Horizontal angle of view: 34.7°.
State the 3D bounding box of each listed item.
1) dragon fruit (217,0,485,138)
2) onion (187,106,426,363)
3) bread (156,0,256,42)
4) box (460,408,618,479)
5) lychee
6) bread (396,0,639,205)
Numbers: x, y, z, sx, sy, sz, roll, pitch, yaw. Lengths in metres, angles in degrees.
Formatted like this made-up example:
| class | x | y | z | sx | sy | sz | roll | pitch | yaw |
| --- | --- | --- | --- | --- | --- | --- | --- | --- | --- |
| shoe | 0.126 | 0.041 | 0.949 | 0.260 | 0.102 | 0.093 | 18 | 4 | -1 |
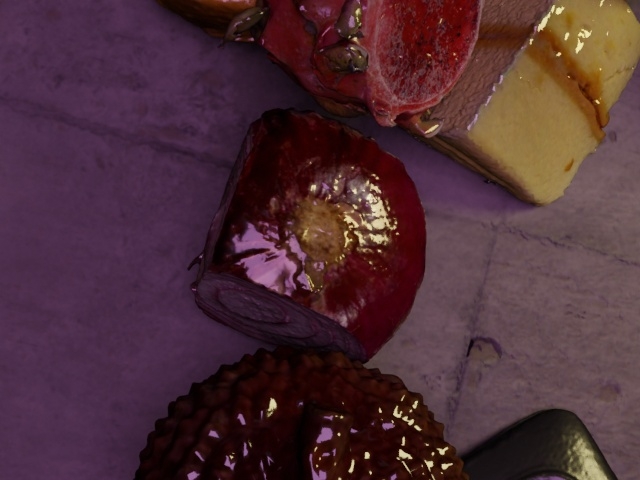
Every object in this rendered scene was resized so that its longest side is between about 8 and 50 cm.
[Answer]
| class | x | y | z | sx | sy | sz | roll | pitch | yaw |
| --- | --- | --- | --- | --- | --- | --- | --- | --- | --- |
| dragon fruit | 0.054 | -0.196 | 0.934 | 0.147 | 0.211 | 0.282 | 36 | 45 | 27 |
| onion | 0.003 | -0.005 | 0.953 | 0.206 | 0.216 | 0.207 | 22 | 78 | -10 |
| bread | -0.095 | -0.275 | 0.984 | 0.229 | 0.143 | 0.139 | 21 | 85 | -2 |
| box | 0.212 | 0.288 | 1.011 | 0.212 | 0.042 | 0.201 | -26 | 74 | -14 |
| lychee | -0.017 | 0.249 | 0.887 | 0.306 | 0.330 | 0.306 | 5 | 50 | -5 |
| bread | 0.213 | -0.164 | 1.068 | 0.178 | 0.135 | 0.240 | 37 | 83 | -36 |
